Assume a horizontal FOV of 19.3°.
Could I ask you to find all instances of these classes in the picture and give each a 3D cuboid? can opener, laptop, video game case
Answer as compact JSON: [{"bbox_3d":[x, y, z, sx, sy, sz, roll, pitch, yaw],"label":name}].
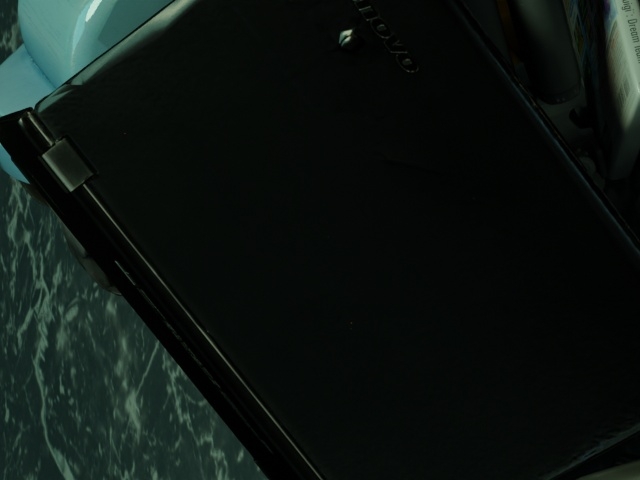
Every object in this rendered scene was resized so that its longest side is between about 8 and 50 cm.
[{"bbox_3d":[0.117,-0.114,1.160,0.280,0.074,0.093,67,-177,-47],"label":"can opener"},{"bbox_3d":[0.000,0.000,1.263,0.382,0.236,0.408,53,171,-10],"label":"laptop"},{"bbox_3d":[0.180,-0.129,1.176,0.157,0.019,0.143,82,177,-73],"label":"video game case"}]

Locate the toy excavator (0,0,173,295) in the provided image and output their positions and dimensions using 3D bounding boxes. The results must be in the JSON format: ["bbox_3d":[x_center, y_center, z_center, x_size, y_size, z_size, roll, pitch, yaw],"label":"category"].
[{"bbox_3d":[-0.101,-0.240,1.513,0.222,0.433,0.445,48,160,51],"label":"toy excavator"}]

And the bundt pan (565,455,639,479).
[{"bbox_3d":[0.189,0.292,1.153,0.331,0.124,0.331,11,102,62],"label":"bundt pan"}]

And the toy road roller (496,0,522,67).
[{"bbox_3d":[0.067,-0.135,1.287,0.240,0.202,0.329,54,140,24],"label":"toy road roller"}]
